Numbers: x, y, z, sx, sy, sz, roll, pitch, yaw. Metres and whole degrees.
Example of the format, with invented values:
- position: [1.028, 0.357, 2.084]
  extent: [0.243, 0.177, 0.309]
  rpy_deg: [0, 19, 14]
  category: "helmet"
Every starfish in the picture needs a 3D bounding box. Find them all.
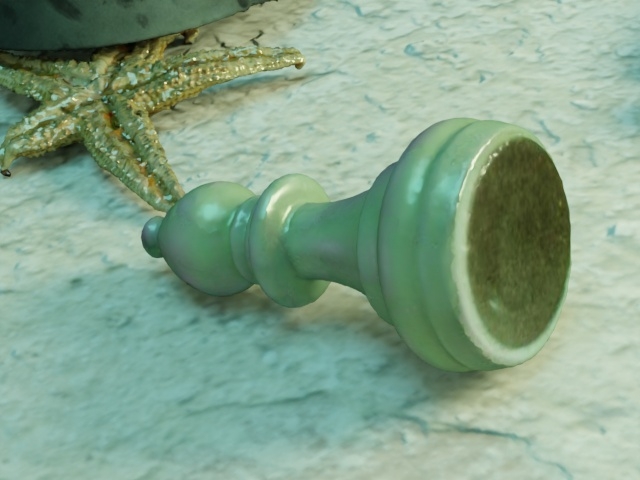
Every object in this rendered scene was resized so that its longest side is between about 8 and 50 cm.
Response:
- position: [-0.131, -0.109, 1.158]
  extent: [0.231, 0.048, 0.295]
  rpy_deg: [-29, 39, -23]
  category: "starfish"

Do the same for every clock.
- position: [-0.161, -0.241, 1.300]
  extent: [0.319, 0.066, 0.319]
  rpy_deg: [-6, 26, 3]
  category: "clock"

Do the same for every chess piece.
- position: [0.000, 0.000, 0.919]
  extent: [0.272, 0.139, 0.139]
  rpy_deg: [2, 35, 38]
  category: "chess piece"
